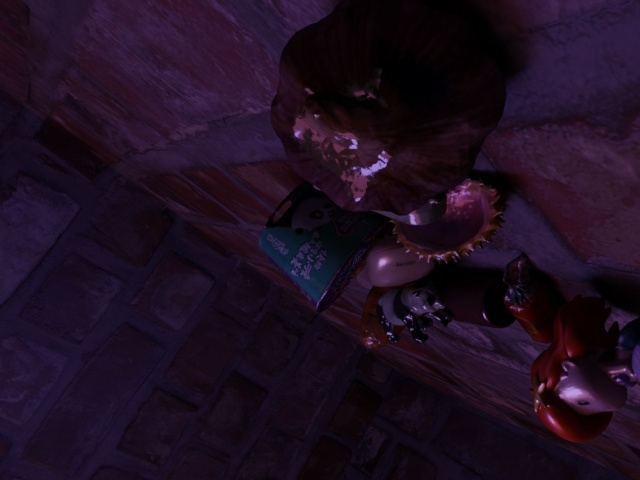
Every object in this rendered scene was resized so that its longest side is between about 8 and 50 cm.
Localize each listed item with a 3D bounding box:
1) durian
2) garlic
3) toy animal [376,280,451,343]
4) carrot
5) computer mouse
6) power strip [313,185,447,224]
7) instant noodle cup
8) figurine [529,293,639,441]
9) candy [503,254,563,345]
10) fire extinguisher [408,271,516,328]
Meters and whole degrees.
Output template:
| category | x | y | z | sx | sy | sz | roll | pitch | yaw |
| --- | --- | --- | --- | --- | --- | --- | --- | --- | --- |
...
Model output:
| category | x | y | z | sx | sy | sz | roll | pitch | yaw |
| --- | --- | --- | --- | --- | --- | --- | --- | --- | --- |
| durian | 0.190 | -0.039 | 0.748 | 0.183 | 0.165 | 0.132 | -1 | 119 | 25 |
| garlic | 0.061 | -0.125 | 0.505 | 0.245 | 0.160 | 0.244 | 7 | 127 | 9 |
| toy animal | 0.199 | 0.152 | 1.066 | 0.121 | 0.094 | 0.225 | 60 | 161 | 3 |
| carrot | 0.189 | 0.199 | 1.342 | 0.159 | 0.225 | 0.159 | 27 | 161 | 10 |
| computer mouse | 0.170 | 0.051 | 1.045 | 0.145 | 0.081 | 0.236 | -9 | 162 | -1 |
| power strip | 0.086 | -0.085 | 0.762 | 0.286 | 0.080 | 0.048 | 27 | 142 | 51 |
| instant noodle cup | 0.000 | 0.000 | 1.047 | 0.190 | 0.251 | 0.251 | 38 | 168 | 13 |
| figurine | 0.439 | 0.176 | 0.732 | 0.181 | 0.208 | 0.257 | -6 | 160 | -38 |
| candy | 0.402 | 0.127 | 0.910 | 0.292 | 0.086 | 0.059 | 42 | 170 | -35 |
| fire extinguisher | 0.299 | 0.125 | 1.114 | 0.138 | 0.102 | 0.344 | 0 | 179 | -23 |
